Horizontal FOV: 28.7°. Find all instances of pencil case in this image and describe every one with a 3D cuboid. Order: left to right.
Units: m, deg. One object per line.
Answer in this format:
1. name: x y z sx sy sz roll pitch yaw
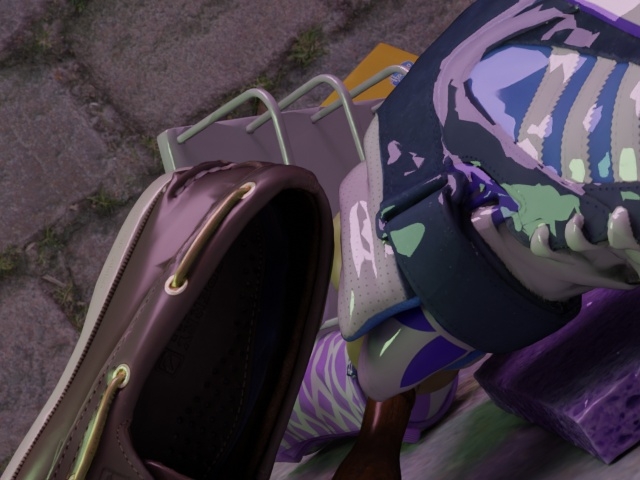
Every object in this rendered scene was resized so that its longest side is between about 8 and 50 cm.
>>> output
1. pencil case: 0.020 0.108 0.888 0.086 0.088 0.206 5 -14 -22

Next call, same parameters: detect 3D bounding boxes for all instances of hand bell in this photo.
1. hand bell: 0.036 0.090 0.672 0.126 0.126 0.242 -33 24 36

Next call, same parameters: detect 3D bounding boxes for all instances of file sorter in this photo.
1. file sorter: 0.049 -0.034 0.990 0.277 0.193 0.173 -12 -6 -32

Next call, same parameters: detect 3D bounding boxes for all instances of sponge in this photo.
1. sponge: 0.155 0.055 0.653 0.117 0.031 0.210 -36 4 -5

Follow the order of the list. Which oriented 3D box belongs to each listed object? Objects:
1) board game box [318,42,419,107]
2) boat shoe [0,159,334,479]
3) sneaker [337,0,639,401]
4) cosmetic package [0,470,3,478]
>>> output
1. board game box: 0.000 0.000 1.186 0.316 0.064 0.242 -49 -28 -31
2. boat shoe: -0.077 0.110 0.604 0.096 0.116 0.324 -5 61 54
3. sneaker: 0.122 0.008 0.559 0.236 0.130 0.323 -54 37 10
4. cosmetic package: -0.308 0.244 0.541 0.230 0.161 0.453 -24 14 13
